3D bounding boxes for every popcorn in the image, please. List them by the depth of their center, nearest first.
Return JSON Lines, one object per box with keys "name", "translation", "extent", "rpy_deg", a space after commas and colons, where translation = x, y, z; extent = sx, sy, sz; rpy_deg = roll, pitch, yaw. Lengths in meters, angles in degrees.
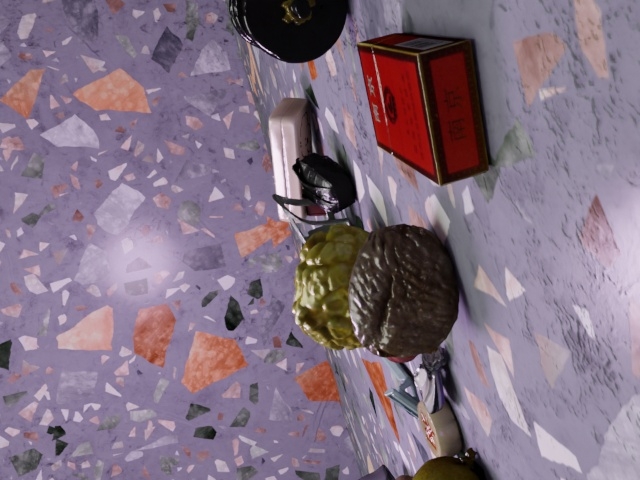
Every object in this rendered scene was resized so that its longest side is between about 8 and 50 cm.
{"name": "popcorn", "translation": [0.052, 0.100, 1.415], "extent": [0.270, 0.223, 0.258], "rpy_deg": [68, -162, -66]}

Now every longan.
{"name": "longan", "translation": [0.236, 0.450, 1.179], "extent": [0.145, 0.176, 0.154], "rpy_deg": [28, 177, -36]}

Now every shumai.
{"name": "shumai", "translation": [0.127, 0.079, 1.052], "extent": [0.175, 0.166, 0.206], "rpy_deg": [41, -124, -87]}

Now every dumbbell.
{"name": "dumbbell", "translation": [-0.071, -0.435, 1.230], "extent": [0.388, 0.185, 0.185], "rpy_deg": [-124, 19, -66]}

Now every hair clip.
{"name": "hair clip", "translation": [0.200, 0.257, 1.224], "extent": [0.172, 0.049, 0.116], "rpy_deg": [87, -177, -47]}

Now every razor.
{"name": "razor", "translation": [0.183, 0.315, 1.581], "extent": [0.111, 0.056, 0.278], "rpy_deg": [38, -170, -17]}

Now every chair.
{"name": "chair", "translation": [0.000, 0.000, 1.656], "extent": [0.203, 0.190, 0.275], "rpy_deg": [-127, 24, -68]}

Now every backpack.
{"name": "backpack", "translation": [0.017, -0.135, 1.583], "extent": [0.165, 0.105, 0.120], "rpy_deg": [37, 152, 41]}

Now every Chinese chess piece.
{"name": "Chinese chess piece", "translation": [0.232, 0.363, 1.290], "extent": [0.122, 0.051, 0.122], "rpy_deg": [164, 90, -83]}

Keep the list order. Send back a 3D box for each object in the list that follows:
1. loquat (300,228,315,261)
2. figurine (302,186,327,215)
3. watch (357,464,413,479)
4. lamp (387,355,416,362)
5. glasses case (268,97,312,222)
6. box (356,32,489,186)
{"name": "loquat", "translation": [0.012, 0.060, 1.927], "extent": [0.152, 0.152, 0.195], "rpy_deg": [-136, 37, -75]}
{"name": "figurine", "translation": [-0.002, -0.150, 1.860], "extent": [0.154, 0.082, 0.098], "rpy_deg": [81, -169, -48]}
{"name": "watch", "translation": [0.202, 0.859, 1.956], "extent": [0.335, 0.314, 0.327], "rpy_deg": [60, -178, 15]}
{"name": "lamp", "translation": [0.155, 0.185, 1.291], "extent": [0.107, 0.092, 0.108], "rpy_deg": [-11, 76, 51]}
{"name": "glasses case", "translation": [-0.074, -0.219, 1.842], "extent": [0.144, 0.076, 0.337], "rpy_deg": [-65, -23, -48]}
{"name": "box", "translation": [0.120, -0.174, 0.824], "extent": [0.240, 0.074, 0.153], "rpy_deg": [-123, 13, -67]}
